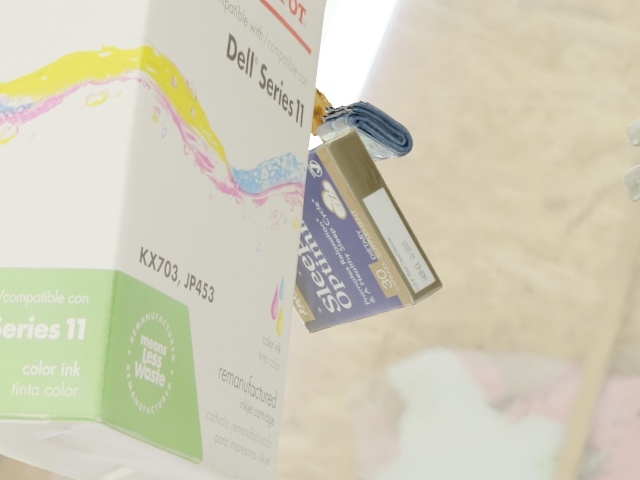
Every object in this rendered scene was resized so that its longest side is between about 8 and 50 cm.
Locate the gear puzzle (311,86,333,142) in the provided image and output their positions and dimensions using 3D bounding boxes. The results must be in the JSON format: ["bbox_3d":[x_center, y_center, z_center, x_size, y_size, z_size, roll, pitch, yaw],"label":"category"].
[{"bbox_3d":[-0.074,-0.230,2.034,0.044,0.339,0.175,-31,18,18],"label":"gear puzzle"}]

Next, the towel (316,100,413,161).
[{"bbox_3d":[0.040,-0.095,1.721,0.029,0.067,0.119,-60,13,-10],"label":"towel"}]

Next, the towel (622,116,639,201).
[{"bbox_3d":[0.394,-0.147,1.411,0.312,0.056,0.324,-22,-12,-29],"label":"towel"}]

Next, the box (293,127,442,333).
[{"bbox_3d":[0.000,0.000,1.534,0.036,0.136,0.225,-32,5,-25],"label":"box"}]

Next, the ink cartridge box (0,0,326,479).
[{"bbox_3d":[-0.093,-0.064,1.000,0.207,0.119,0.353,36,-123,-63],"label":"ink cartridge box"}]
